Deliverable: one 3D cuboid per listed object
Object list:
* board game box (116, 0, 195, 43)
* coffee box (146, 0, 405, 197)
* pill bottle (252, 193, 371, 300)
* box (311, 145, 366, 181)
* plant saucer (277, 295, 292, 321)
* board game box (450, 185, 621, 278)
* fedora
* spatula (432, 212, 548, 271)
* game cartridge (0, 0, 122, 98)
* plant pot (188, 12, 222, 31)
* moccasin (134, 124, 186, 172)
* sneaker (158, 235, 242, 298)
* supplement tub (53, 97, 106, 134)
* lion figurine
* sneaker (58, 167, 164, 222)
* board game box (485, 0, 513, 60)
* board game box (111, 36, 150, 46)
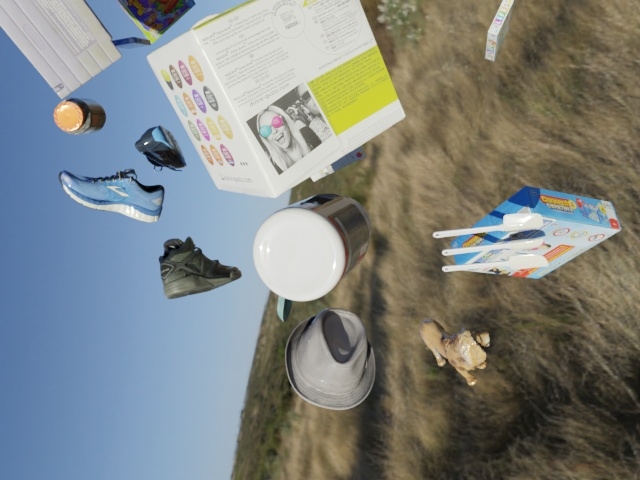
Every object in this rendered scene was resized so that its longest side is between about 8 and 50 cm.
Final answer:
[{"bbox_3d":[-0.629,-0.915,2.404,0.233,0.078,0.347,-44,-24,-3],"label":"board game box"},{"bbox_3d":[-0.097,-0.320,1.354,0.338,0.338,0.334,13,133,61],"label":"coffee box"},{"bbox_3d":[0.000,0.000,1.564,0.363,0.210,0.210,-31,-45,-69],"label":"pill bottle"},{"bbox_3d":[0.029,-0.270,2.026,0.145,0.186,0.038,50,-160,-50],"label":"box"},{"bbox_3d":[-0.096,0.160,1.785,0.119,0.021,0.119,9,-90,-81],"label":"plant saucer"},{"bbox_3d":[0.559,-0.011,1.739,0.308,0.302,0.086,-45,46,50],"label":"board game box"},{"bbox_3d":[0.040,0.276,1.678,0.275,0.244,0.124,-76,6,-47],"label":"fedora"},{"bbox_3d":[0.386,0.011,1.505,0.168,0.242,0.019,64,-152,-42],"label":"spatula"},{"bbox_3d":[-0.753,-0.608,1.853,0.355,0.230,0.068,57,167,-32],"label":"game cartridge"},{"bbox_3d":[-0.280,-0.598,2.322,0.305,0.334,0.333,-23,-54,-69],"label":"plant pot"},{"bbox_3d":[-0.563,-0.322,2.310,0.342,0.117,0.137,66,178,-78],"label":"moccasin"},{"bbox_3d":[-0.263,0.050,1.445,0.228,0.087,0.130,-5,-106,-55],"label":"sneaker"},{"bbox_3d":[-0.775,-0.400,2.126,0.190,0.117,0.117,-83,5,-80],"label":"supplement tub"},{"bbox_3d":[0.442,0.359,2.308,0.142,0.240,0.392,-50,32,-16],"label":"lion figurine"},{"bbox_3d":[-0.639,-0.170,2.047,0.130,0.330,0.147,46,116,53],"label":"sneaker"},{"bbox_3d":[0.473,-0.556,1.748,0.103,0.026,0.154,-64,-15,-5],"label":"board game box"},{"bbox_3d":[-0.613,-0.638,2.136,0.090,0.090,0.020,-28,-66,-67],"label":"board game box"}]
